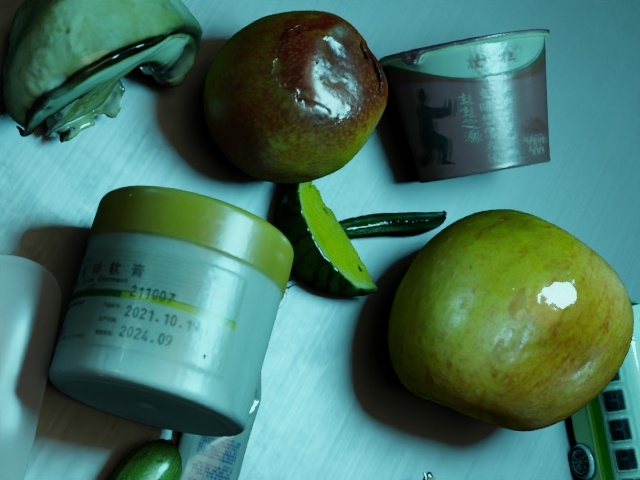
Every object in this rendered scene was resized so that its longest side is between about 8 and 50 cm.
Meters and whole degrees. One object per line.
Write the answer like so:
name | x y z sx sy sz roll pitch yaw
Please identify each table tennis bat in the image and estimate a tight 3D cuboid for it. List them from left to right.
table tennis bat | -0.056 0.062 1.879 0.083 0.007 0.050 -22 89 -28

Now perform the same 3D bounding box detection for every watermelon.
watermelon | 0.000 -0.001 1.872 0.092 0.075 0.181 -27 85 -19

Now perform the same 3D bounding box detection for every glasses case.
glasses case | -0.371 0.161 1.648 0.113 0.075 0.296 18 71 -25

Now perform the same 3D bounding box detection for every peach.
peach | -0.032 -0.180 1.826 0.231 0.231 0.231 7 75 -27

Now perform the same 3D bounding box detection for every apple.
apple | 0.239 0.110 1.872 0.299 0.299 0.275 37 78 -16

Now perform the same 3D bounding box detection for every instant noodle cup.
instant noodle cup | 0.206 -0.179 1.964 0.235 0.235 0.178 -11 94 -30

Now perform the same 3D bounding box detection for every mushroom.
mushroom | -0.276 -0.245 1.732 0.267 0.189 0.164 -31 79 -28

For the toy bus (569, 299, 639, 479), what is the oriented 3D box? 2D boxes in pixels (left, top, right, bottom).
toy bus | 0.428 0.216 2.012 0.134 0.165 0.276 -7 83 -29

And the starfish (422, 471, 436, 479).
starfish | 0.268 0.523 1.892 0.432 0.082 0.324 31 59 -29

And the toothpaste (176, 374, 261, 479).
toothpaste | -0.127 0.235 1.781 0.096 0.061 0.266 21 76 -24

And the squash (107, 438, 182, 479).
squash | -0.230 0.325 1.689 0.077 0.068 0.219 34 66 -19

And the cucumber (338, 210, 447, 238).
cucumber | 0.095 -0.022 1.964 0.184 0.036 0.033 -4 90 -28

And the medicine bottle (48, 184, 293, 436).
medicine bottle | -0.171 0.085 1.679 0.238 0.238 0.232 23 69 -22
